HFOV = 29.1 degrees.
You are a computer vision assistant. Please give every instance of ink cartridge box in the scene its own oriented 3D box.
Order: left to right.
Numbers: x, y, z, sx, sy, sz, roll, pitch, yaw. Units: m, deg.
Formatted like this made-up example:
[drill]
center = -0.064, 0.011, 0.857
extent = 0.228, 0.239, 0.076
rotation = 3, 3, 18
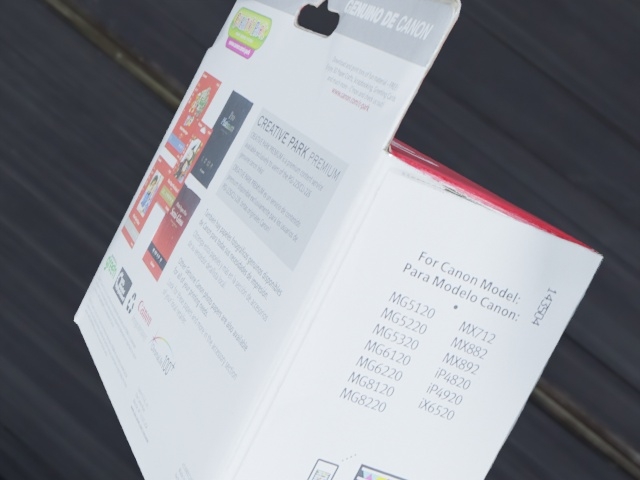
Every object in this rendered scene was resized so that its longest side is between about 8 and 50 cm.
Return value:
[ink cartridge box]
center = 0.000, 0.000, 0.673
extent = 0.271, 0.130, 0.309
rotation = -63, -155, 7
